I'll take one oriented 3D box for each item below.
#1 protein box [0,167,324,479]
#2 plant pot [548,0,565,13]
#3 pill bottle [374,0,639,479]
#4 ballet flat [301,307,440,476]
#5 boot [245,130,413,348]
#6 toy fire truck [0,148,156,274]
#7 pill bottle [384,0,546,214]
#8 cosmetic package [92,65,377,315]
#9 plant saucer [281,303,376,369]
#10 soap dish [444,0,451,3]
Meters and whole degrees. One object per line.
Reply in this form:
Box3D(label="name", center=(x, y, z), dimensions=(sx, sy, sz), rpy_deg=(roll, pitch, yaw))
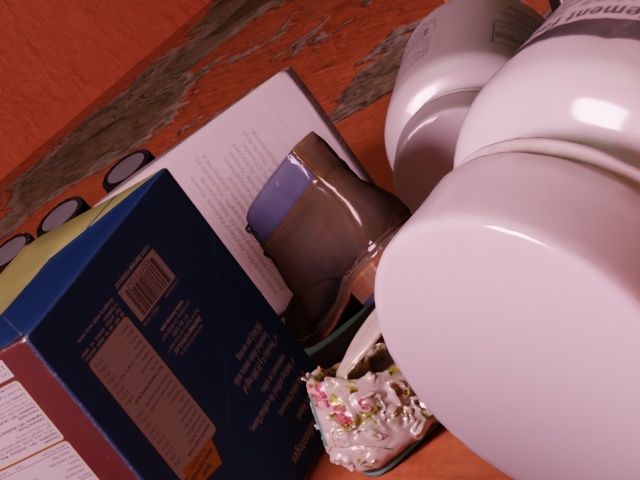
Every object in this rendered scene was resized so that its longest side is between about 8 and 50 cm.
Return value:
Box3D(label="protein box", center=(-0.120, 0.104, 1.091), dimensions=(0.136, 0.201, 0.200), rpy_deg=(-26, 19, 33))
Box3D(label="plant pot", center=(0.243, -0.188, 1.233), dimensions=(0.187, 0.167, 0.188), rpy_deg=(-32, 17, 17))
Box3D(label="pill bottle", center=(0.195, -0.050, 0.863), dimensions=(0.204, 0.204, 0.361), rpy_deg=(-15, 26, 53))
Box3D(label="ballet flat", center=(0.087, 0.042, 1.062), dimensions=(0.241, 0.077, 0.091), rpy_deg=(-41, 15, -19))
Box3D(label="boot", center=(0.000, 0.000, 1.166), dimensions=(0.082, 0.106, 0.219), rpy_deg=(-40, -1, -26))
Box3D(label="toy fire truck", center=(-0.203, 0.037, 1.609), dimensions=(0.217, 0.158, 0.246), rpy_deg=(-34, 27, 5))
Box3D(label="pill bottle", center=(0.114, -0.086, 1.278), dimensions=(0.131, 0.131, 0.229), rpy_deg=(-31, 16, 19))
Box3D(label="cosmetic package", center=(-0.056, -0.024, 1.385), dimensions=(0.183, 0.151, 0.151), rpy_deg=(-35, 5, 4))
Box3D(label="plant saucer", center=(0.003, 0.066, 1.278), dimensions=(0.119, 0.021, 0.119), rpy_deg=(-33, 16, 10))
Box3D(label="soap dish", center=(0.263, -0.363, 1.790), dimensions=(0.291, 0.118, 0.229), rpy_deg=(-23, 21, 44))
